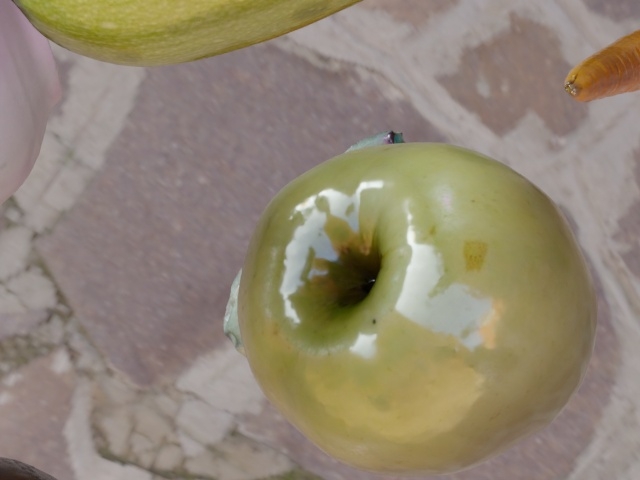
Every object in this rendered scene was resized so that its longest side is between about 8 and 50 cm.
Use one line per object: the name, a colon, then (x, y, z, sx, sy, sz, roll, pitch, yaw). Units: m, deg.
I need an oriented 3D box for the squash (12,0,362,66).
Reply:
squash: (-0.045, -0.135, 0.725, 0.187, 0.123, 0.123, -24, 66, -2)

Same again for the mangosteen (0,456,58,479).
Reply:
mangosteen: (-0.198, 0.205, 0.908, 0.210, 0.210, 0.209, -6, 71, 18)

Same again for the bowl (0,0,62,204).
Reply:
bowl: (-0.267, -0.140, 1.151, 0.144, 0.287, 0.287, -24, 65, -11)

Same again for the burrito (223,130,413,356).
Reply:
burrito: (-0.002, 0.002, 1.550, 0.309, 0.066, 0.096, -50, 29, 42)

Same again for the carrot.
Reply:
carrot: (0.279, -0.158, 1.558, 0.066, 0.271, 0.062, 32, 127, 33)

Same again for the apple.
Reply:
apple: (0.073, 0.055, 1.282, 0.262, 0.262, 0.262, -6, 71, 18)
